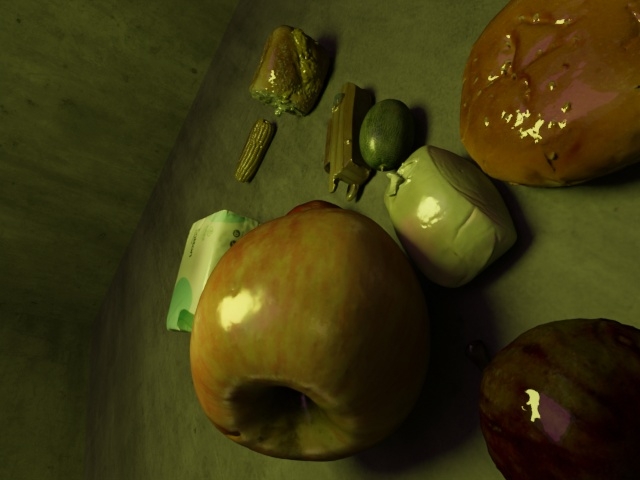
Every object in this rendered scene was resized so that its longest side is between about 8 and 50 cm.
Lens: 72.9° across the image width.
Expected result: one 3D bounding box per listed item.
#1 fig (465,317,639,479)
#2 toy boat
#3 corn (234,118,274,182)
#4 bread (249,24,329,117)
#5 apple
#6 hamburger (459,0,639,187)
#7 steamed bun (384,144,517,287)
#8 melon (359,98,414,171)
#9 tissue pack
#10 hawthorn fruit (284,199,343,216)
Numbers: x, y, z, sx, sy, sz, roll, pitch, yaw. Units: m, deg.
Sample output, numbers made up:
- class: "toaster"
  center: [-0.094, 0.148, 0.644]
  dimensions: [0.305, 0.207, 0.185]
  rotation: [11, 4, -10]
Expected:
- class: "fig"
  center: [0.264, 0.181, 0.504]
  dimensions: [0.321, 0.217, 0.217]
  rotation: [-167, 96, -84]
- class: "toy boat"
  center: [0.062, -0.242, 1.045]
  dimensions: [0.115, 0.089, 0.310]
  rotation: [-29, 52, 48]
- class: "corn"
  center: [-0.233, -0.312, 1.512]
  dimensions: [0.231, 0.080, 0.080]
  rotation: [-63, 34, 14]
- class: "bread"
  center: [-0.086, -0.488, 1.288]
  dimensions: [0.176, 0.195, 0.246]
  rotation: [33, 103, 62]
- class: "apple"
  center: [-0.012, 0.138, 0.711]
  dimensions: [0.391, 0.391, 0.346]
  rotation: [-42, 22, 35]
- class: "hamburger"
  center: [0.336, -0.212, 0.575]
  dimensions: [0.314, 0.170, 0.290]
  rotation: [-15, 68, 49]
- class: "steamed bun"
  center: [0.189, -0.051, 0.711]
  dimensions: [0.170, 0.152, 0.239]
  rotation: [-50, 36, 29]
- class: "melon"
  center: [0.138, -0.215, 0.904]
  dimensions: [0.114, 0.114, 0.167]
  rotation: [-15, 61, 51]
- class: "tissue pack"
  center: [-0.309, 0.114, 1.292]
  dimensions: [0.266, 0.194, 0.356]
  rotation: [-12, 64, 53]
- class: "hawthorn fruit"
  center: [0.000, 0.000, 0.951]
  dimensions: [0.169, 0.169, 0.188]
  rotation: [-60, 34, 15]
